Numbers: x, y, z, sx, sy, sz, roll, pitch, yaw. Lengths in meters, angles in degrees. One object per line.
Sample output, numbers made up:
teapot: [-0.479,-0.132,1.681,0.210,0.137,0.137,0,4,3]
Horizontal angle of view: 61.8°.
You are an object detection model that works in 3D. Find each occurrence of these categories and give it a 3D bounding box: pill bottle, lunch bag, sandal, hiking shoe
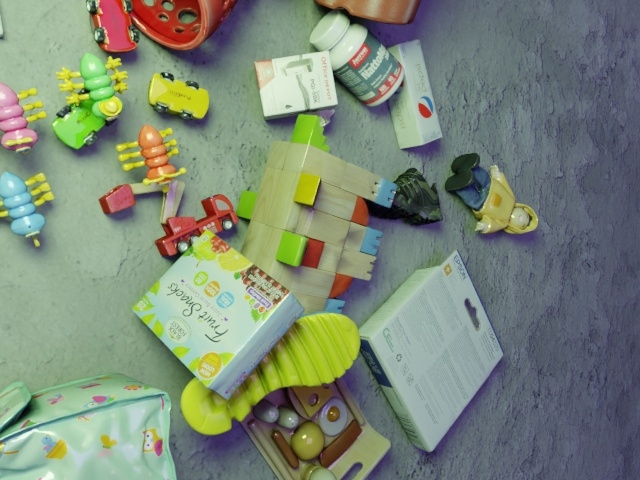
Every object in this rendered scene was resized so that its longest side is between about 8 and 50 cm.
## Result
pill bottle: [0.070,-0.358,1.050,0.180,0.108,0.107,35,71,-30]
lunch bag: [-0.348,0.264,0.682,0.263,0.223,0.160,-3,86,-34]
sandal: [-0.084,0.200,0.895,0.318,0.138,0.126,-17,97,-20]
hiking shoe: [0.173,-0.103,1.152,0.227,0.086,0.114,14,68,-40]

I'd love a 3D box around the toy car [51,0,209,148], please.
toy car: [-0.313,-0.228,0.806,0.225,0.053,0.239,-52,122,-20]

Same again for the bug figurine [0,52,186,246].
bug figurine: [-0.333,-0.128,0.728,0.279,0.072,0.216,-27,115,-22]

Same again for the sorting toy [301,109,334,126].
sorting toy: [-0.005,-0.263,1.039,0.075,0.045,0.083,-38,101,-42]

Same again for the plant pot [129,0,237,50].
plant pot: [-0.204,-0.416,0.810,0.191,0.191,0.174,49,55,-25]

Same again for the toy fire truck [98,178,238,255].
toy fire truck: [-0.238,-0.049,0.866,0.192,0.047,0.135,-30,108,-31]

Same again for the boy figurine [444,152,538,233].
boy figurine: [0.425,-0.089,1.317,0.285,0.092,0.177,34,68,-27]

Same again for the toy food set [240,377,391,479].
toy food set: [-0.002,0.351,1.010,0.220,0.092,0.306,-38,112,-29]

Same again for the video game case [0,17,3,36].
video game case: [-0.520,-0.361,0.680,0.173,0.022,0.190,-12,98,-35]

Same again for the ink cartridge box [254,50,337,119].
ink cartridge box: [-0.044,-0.279,0.964,0.136,0.056,0.099,-11,97,-5]

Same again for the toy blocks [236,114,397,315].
toy blocks: [0.000,0.000,0.975,0.261,0.191,0.381,17,90,-44]

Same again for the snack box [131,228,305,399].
snack box: [-0.157,0.105,0.809,0.174,0.207,0.070,-48,143,-12]

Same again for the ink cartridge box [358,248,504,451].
ink cartridge box: [0.259,0.239,1.212,0.330,0.072,0.324,-40,111,-32]

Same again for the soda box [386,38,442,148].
soda box: [0.192,-0.313,1.157,0.069,0.074,0.216,-24,104,-33]

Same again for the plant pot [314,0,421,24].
plant pot: [0.107,-0.546,0.953,0.273,0.272,0.264,-9,127,-35]
